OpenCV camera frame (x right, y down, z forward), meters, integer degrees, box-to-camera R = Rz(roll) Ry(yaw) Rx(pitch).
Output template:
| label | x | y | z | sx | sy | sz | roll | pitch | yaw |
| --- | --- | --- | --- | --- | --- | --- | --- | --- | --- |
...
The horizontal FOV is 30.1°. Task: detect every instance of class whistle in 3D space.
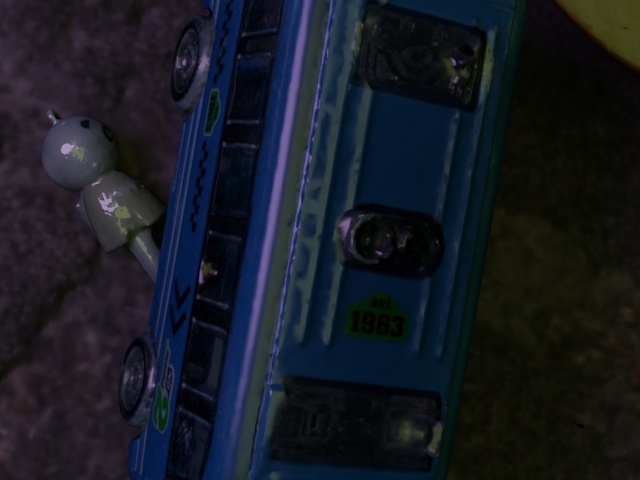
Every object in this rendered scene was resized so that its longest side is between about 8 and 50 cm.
| label | x | y | z | sx | sy | sz | roll | pitch | yaw |
| --- | --- | --- | --- | --- | --- | --- | --- | --- | --- |
| whistle | -0.093 | -0.017 | 0.536 | 0.035 | 0.035 | 0.100 | -35 | 97 | -5 |

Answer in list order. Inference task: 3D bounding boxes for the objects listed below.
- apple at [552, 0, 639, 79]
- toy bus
| label | x | y | z | sx | sy | sz | roll | pitch | yaw |
| --- | --- | --- | --- | --- | --- | --- | --- | --- | --- |
| apple | 0.232 | -0.208 | 0.405 | 0.384 | 0.374 | 0.374 | 29 | 88 | -13 |
| toy bus | 0.000 | 0.000 | 0.486 | 0.113 | 0.134 | 0.246 | 10 | 90 | -26 |
